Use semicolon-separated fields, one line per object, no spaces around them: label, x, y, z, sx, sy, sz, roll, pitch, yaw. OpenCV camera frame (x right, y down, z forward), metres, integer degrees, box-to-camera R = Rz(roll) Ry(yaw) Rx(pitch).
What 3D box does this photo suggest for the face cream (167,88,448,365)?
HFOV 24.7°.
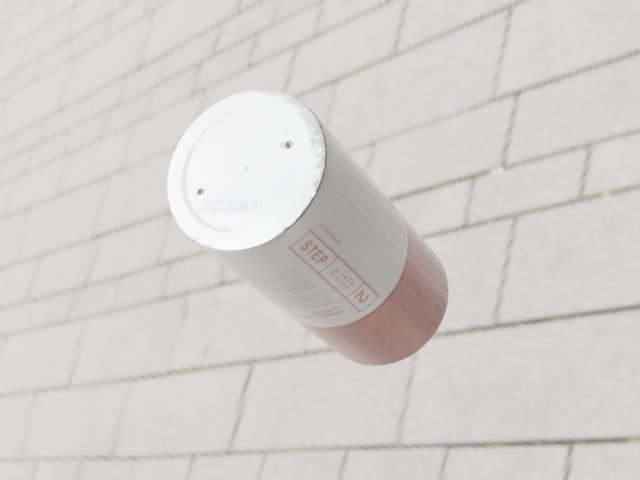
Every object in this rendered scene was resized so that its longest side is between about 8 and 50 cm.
face cream;0.000;0.000;0.871;0.095;0.214;0.096;-9;65;21
